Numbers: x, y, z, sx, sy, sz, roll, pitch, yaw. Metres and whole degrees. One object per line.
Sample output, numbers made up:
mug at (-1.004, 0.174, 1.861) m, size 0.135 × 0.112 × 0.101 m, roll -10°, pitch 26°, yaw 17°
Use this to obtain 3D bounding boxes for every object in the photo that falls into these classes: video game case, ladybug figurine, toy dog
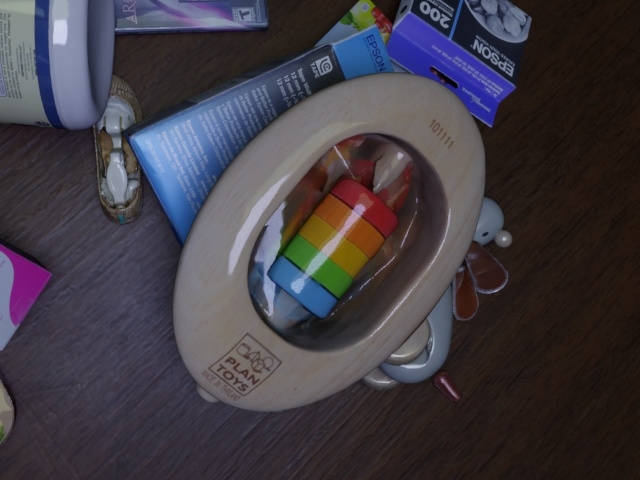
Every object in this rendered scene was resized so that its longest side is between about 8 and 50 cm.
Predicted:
video game case at (-0.218, -0.389, 0.981) m, size 0.274 × 0.026 × 0.196 m, roll -6°, pitch 90°, yaw -15°
ladybug figurine at (0.000, 0.000, 0.831) m, size 0.449 × 0.162 × 0.305 m, roll -47°, pitch 113°, yaw -5°
toy dog at (0.189, 0.093, 0.991) m, size 0.161 × 0.220 × 0.334 m, roll 36°, pitch 89°, yaw 12°

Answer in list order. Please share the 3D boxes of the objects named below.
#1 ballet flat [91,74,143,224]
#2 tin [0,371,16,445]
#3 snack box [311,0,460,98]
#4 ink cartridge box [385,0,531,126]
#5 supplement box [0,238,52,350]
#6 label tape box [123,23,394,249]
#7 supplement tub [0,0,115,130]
ballet flat at (-0.269, -0.126, 0.936) m, size 0.073 × 0.067 × 0.206 m, roll -8°, pitch 89°, yaw -11°
tin at (-0.463, 0.185, 0.893) m, size 0.106 × 0.040 × 0.190 m, roll -25°, pitch 94°, yaw -10°
snack box at (0.072, -0.217, 1.025) m, size 0.207 × 0.070 × 0.174 m, roll 45°, pitch 79°, yaw -8°
ink cartridge box at (0.209, -0.304, 1.036) m, size 0.206 × 0.045 × 0.208 m, roll 28°, pitch 63°, yaw -18°
supplement box at (-0.452, 0.024, 0.830) m, size 0.220 × 0.114 × 0.111 m, roll 37°, pitch 79°, yaw -29°
label tape box at (-0.048, -0.104, 0.939) m, size 0.347 × 0.115 × 0.249 m, roll -28°, pitch 110°, yaw -14°
supplement tub at (-0.418, -0.256, 0.808) m, size 0.324 × 0.235 × 0.236 m, roll 4°, pitch 87°, yaw -8°
